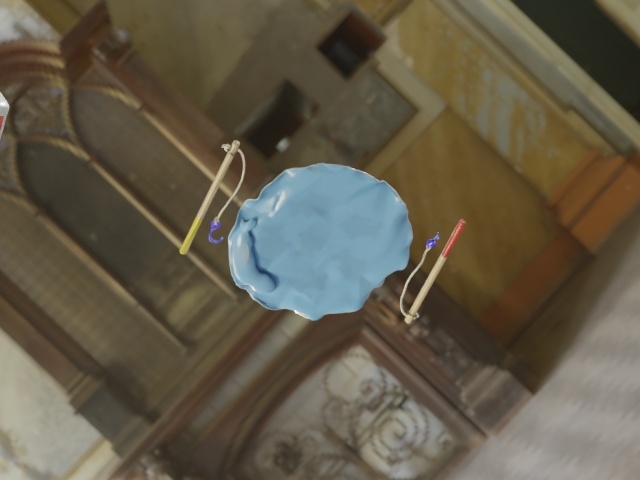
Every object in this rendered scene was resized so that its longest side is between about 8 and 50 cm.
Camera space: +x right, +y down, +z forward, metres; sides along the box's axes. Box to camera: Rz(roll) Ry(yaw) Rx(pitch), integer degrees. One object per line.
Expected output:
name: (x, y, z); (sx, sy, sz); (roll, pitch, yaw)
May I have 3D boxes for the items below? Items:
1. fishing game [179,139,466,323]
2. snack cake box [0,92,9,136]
fishing game: (0.000, 0.000, 1.226); (0.041, 0.264, 0.189); (-101, 30, -55)
snack cake box: (-0.291, 0.008, 0.692); (0.152, 0.089, 0.264); (-4, -48, -41)
